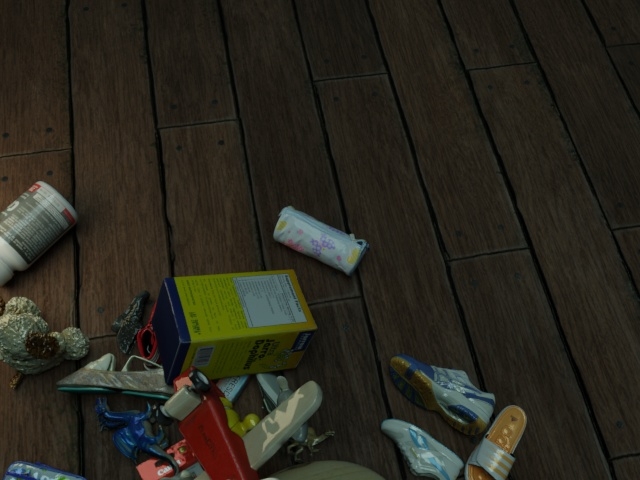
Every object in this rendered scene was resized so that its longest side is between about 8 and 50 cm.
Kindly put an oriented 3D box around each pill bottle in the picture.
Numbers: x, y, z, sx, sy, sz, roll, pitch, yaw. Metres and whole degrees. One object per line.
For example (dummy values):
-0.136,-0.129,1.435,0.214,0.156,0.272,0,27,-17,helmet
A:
-0.839,-0.019,1.979,0.161,0.161,0.283,34,65,15,pill bottle

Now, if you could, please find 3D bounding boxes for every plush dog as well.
-0.760,0.255,1.801,0.262,0.225,0.210,28,64,11,plush dog

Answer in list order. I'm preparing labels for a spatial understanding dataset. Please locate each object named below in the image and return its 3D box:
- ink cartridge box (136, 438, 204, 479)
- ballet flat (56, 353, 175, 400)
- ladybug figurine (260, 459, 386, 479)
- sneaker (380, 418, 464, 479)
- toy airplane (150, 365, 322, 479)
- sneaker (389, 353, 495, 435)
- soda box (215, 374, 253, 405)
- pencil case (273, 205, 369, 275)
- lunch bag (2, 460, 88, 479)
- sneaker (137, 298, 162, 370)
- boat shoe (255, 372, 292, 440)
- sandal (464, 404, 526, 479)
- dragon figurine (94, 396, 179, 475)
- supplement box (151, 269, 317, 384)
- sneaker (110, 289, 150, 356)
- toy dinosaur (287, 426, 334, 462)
-0.356,0.598,1.742,0.145,0.045,0.179,-27,69,-17,ink cartridge box
-0.509,0.345,1.793,0.316,0.107,0.106,4,70,3,ballet flat
-0.017,0.684,1.645,0.449,0.162,0.305,-12,62,-8,ladybug figurine
0.245,0.536,1.782,0.228,0.087,0.092,32,67,16,sneaker
-0.187,0.488,1.581,0.386,0.272,0.384,0,70,24,toy airplane
0.322,0.386,1.870,0.296,0.112,0.131,35,49,13,sneaker
-0.239,0.388,1.851,0.063,0.058,0.183,29,65,12,soda box
0.000,0.000,2.033,0.273,0.124,0.113,24,64,11,pencil case
-0.667,0.630,1.686,0.219,0.090,0.176,15,60,4,lunch bag
-0.430,0.229,1.886,0.087,0.128,0.221,2,62,-2,sneaker
-0.120,0.420,1.823,0.070,0.078,0.219,-52,48,13,boat shoe
0.454,0.528,1.800,0.102,0.076,0.265,28,64,12,sandal
-0.462,0.501,1.762,0.144,0.085,0.289,-30,63,-15,dragon figurine
-0.223,0.216,1.792,0.356,0.195,0.194,-2,50,-27,supplement box
-0.505,0.225,1.932,0.089,0.051,0.170,34,70,14,sneaker
-0.054,0.516,1.807,0.183,0.053,0.093,2,43,12,toy dinosaur
